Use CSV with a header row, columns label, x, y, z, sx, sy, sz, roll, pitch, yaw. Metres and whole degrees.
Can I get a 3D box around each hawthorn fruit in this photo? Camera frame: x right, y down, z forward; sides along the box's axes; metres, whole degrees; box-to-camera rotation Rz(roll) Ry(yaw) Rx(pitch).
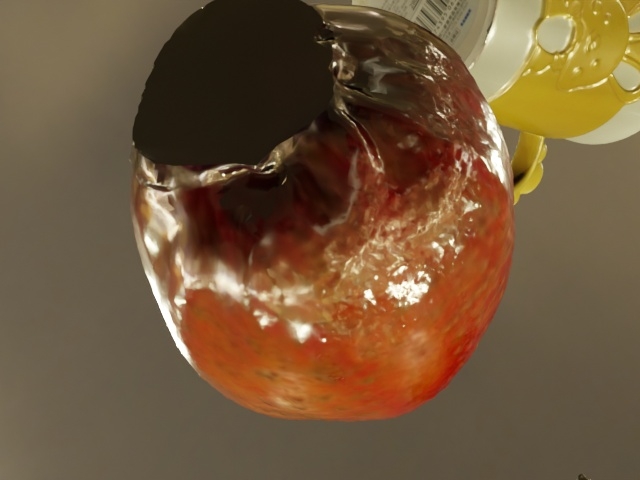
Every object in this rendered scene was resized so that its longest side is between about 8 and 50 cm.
label,x,y,z,sx,sy,sz,roll,pitch,yaw
hawthorn fruit,0.000,0.000,0.938,0.215,0.249,0.215,1,-130,-1

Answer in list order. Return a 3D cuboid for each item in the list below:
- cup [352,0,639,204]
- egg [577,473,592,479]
label,x,y,z,sx,sy,sz,roll,pitch,yaw
cup,0.145,-0.143,1.362,0.185,0.226,0.241,23,-76,44
egg,0.240,0.289,1.154,0.206,0.162,0.271,-11,-140,-21
